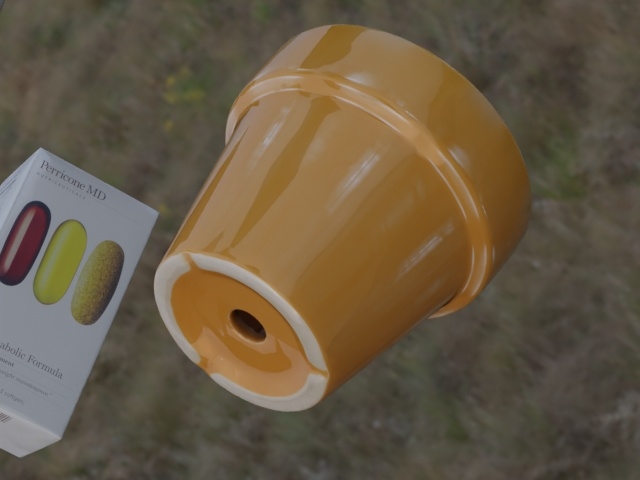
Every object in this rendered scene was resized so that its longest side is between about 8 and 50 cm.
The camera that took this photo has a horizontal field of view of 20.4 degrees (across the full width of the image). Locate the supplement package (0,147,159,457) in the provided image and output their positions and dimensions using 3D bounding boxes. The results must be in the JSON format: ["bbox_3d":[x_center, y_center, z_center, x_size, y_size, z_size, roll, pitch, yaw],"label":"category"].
[{"bbox_3d":[-0.275,0.060,1.680,0.134,0.139,0.244,-28,37,60],"label":"supplement package"}]

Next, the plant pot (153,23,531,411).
[{"bbox_3d":[0.000,0.000,1.122,0.188,0.205,0.205,-50,11,-35],"label":"plant pot"}]

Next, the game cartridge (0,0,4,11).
[{"bbox_3d":[-0.372,-0.179,1.492,0.198,0.062,0.297,-19,-14,-26],"label":"game cartridge"}]
